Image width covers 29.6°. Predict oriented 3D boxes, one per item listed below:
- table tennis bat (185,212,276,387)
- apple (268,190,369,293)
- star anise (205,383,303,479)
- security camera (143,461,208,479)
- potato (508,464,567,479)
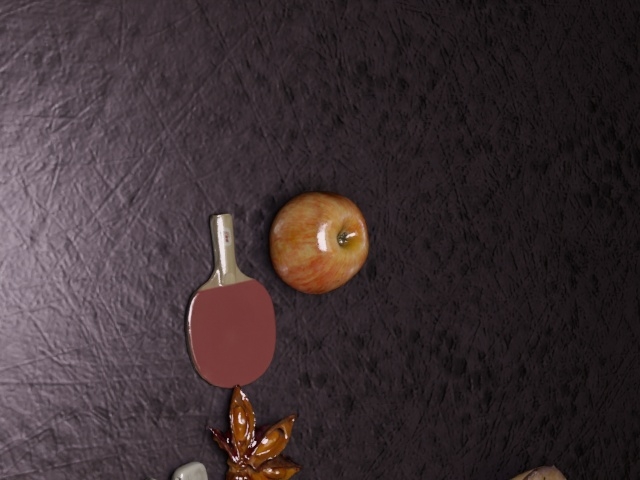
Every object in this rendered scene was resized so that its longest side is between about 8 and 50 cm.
[{"bbox_3d":[-0.129,0.085,1.699,0.138,0.022,0.247,-7,96,-31],"label":"table tennis bat"},{"bbox_3d":[0.000,0.000,1.707,0.146,0.131,0.146,4,84,-33],"label":"apple"},{"bbox_3d":[-0.087,0.306,1.703,0.157,0.053,0.213,-6,92,-30],"label":"star anise"},{"bbox_3d":[-0.195,0.337,1.649,0.092,0.058,0.058,-11,96,-42],"label":"security camera"},{"bbox_3d":[0.296,0.495,1.894,0.239,0.116,0.299,52,56,-26],"label":"potato"}]
